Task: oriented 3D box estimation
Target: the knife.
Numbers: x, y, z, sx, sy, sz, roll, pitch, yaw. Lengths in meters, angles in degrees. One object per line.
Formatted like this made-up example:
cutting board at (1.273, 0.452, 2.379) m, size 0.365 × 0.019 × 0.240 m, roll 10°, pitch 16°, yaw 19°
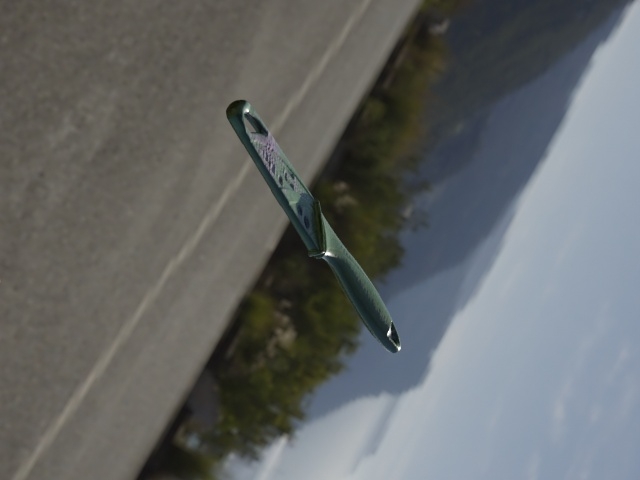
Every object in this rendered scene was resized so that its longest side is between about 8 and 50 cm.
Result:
knife at (0.000, 0.000, 0.786) m, size 0.207 × 0.014 × 0.030 m, roll 57°, pitch 31°, yaw -41°
